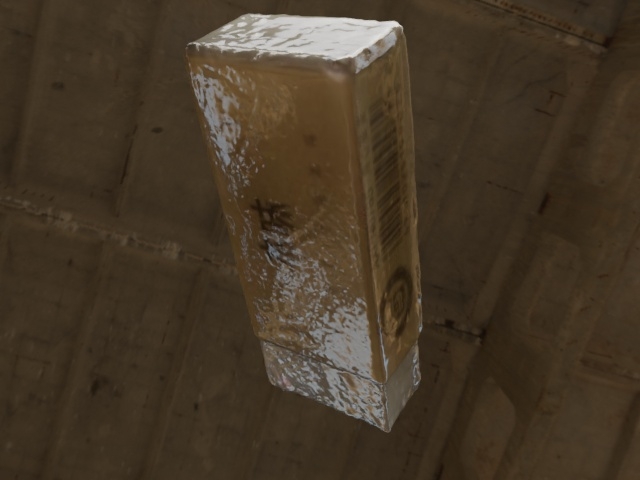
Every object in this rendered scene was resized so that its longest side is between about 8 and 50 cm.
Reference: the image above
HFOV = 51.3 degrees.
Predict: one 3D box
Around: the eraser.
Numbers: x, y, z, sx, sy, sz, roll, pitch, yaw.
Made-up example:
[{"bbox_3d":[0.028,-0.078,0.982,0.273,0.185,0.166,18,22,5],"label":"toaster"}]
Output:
[{"bbox_3d":[0.000,0.000,0.538,0.144,0.078,0.344,14,-49,30],"label":"eraser"}]
